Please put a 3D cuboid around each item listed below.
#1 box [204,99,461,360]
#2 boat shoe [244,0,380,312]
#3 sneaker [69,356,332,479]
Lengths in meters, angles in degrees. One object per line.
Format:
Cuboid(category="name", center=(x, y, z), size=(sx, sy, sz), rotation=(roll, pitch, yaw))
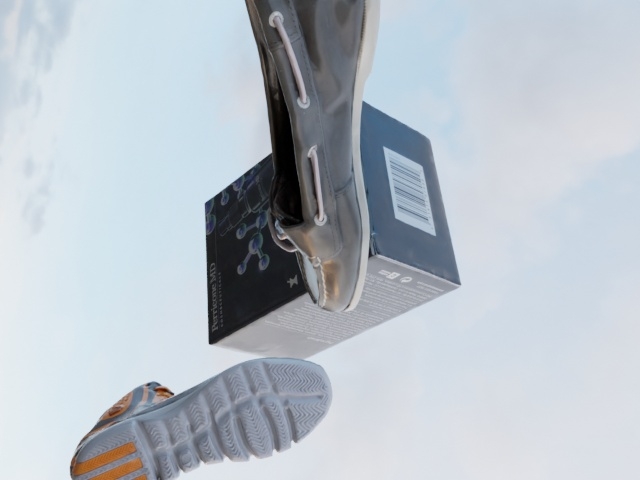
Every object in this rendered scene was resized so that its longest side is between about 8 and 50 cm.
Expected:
Cuboid(category="box", center=(0.000, 0.000, 1.242), size=(0.396, 0.212, 0.293), rotation=(-32, -127, 37))
Cuboid(category="boat shoe", center=(-0.017, -0.075, 0.606), size=(0.112, 0.096, 0.335), rotation=(-125, -151, -51))
Cuboid(category="sneaker", center=(-0.155, 0.212, 0.915), size=(0.180, 0.321, 0.124), rotation=(-171, -113, -71))
